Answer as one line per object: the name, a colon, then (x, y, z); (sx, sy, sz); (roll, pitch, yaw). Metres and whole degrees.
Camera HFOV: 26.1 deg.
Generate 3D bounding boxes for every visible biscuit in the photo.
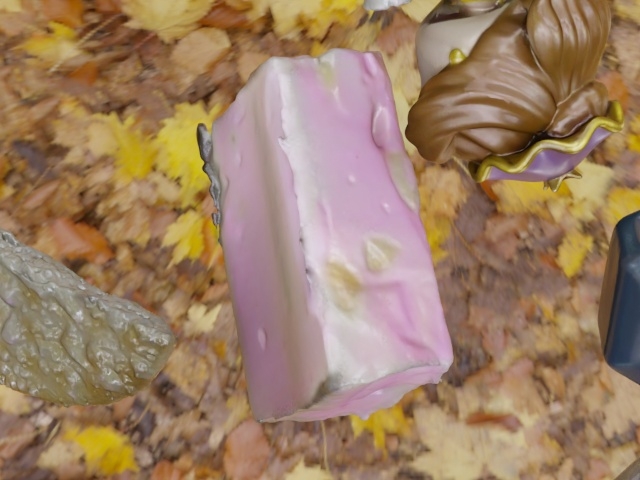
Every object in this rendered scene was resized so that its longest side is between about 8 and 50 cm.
biscuit: (-0.238, 0.062, 1.101); (0.290, 0.038, 0.141); (26, 125, 20)

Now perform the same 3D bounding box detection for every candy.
candy: (0.000, 0.000, 1.045); (0.116, 0.155, 0.265); (-1, 69, -29)

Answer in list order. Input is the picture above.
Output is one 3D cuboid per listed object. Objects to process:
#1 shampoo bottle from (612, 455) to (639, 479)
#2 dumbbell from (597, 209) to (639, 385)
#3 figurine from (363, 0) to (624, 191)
shampoo bottle: (0.265, 0.200, 1.078); (0.214, 0.072, 0.072); (-37, 98, -20)
dumbbell: (0.239, 0.097, 0.760); (0.143, 0.316, 0.156); (5, 121, 3)
figurine: (0.115, -0.156, 0.930); (0.189, 0.142, 0.263); (0, 112, 37)
